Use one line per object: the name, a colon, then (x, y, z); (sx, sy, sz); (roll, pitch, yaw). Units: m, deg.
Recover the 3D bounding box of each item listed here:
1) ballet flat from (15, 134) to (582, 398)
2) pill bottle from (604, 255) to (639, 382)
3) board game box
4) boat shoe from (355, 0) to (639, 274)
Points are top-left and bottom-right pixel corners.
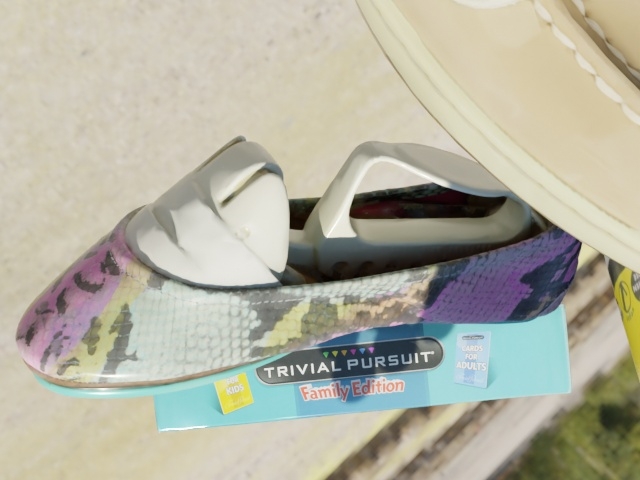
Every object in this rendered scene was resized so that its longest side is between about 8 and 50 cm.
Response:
ballet flat: (0.000, 0.000, 0.505); (0.221, 0.077, 0.079); (-6, 128, -22)
pill bottle: (0.289, 0.117, 0.784); (0.187, 0.334, 0.188); (-10, 155, -4)
board game box: (0.032, 0.084, 1.236); (0.336, 0.079, 0.254); (-6, -172, 1)
boat shoe: (0.052, -0.107, 0.323); (0.109, 0.302, 0.098); (-35, 171, -21)
